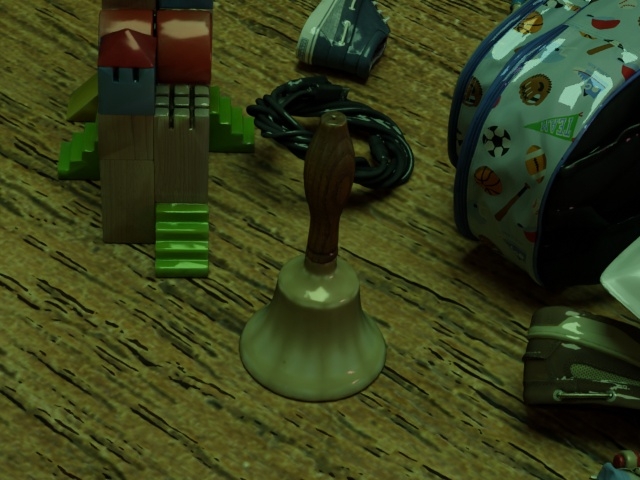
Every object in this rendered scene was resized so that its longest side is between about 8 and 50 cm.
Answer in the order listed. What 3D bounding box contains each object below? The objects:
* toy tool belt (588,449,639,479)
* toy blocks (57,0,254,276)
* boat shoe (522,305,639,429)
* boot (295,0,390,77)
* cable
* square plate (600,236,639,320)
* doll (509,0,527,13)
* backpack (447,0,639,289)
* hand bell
[{"bbox_3d":[0.227,0.191,1.050,0.051,0.052,0.083,3,38,-15],"label":"toy tool belt"},{"bbox_3d":[-0.152,-0.188,1.300,0.191,0.260,0.381,1,40,-5],"label":"toy blocks"},{"bbox_3d":[0.283,0.134,1.114,0.258,0.095,0.095,16,76,2],"label":"boat shoe"},{"bbox_3d":[0.043,-0.249,1.556,0.086,0.069,0.190,20,50,7],"label":"boot"},{"bbox_3d":[0.010,-0.100,1.351,0.150,0.047,0.184,45,28,17],"label":"cable"},{"bbox_3d":[0.434,0.062,1.124,0.344,0.049,0.347,42,43,11],"label":"square plate"},{"bbox_3d":[0.287,-0.277,1.621,0.129,0.046,0.189,-17,37,-11],"label":"doll"},{"bbox_3d":[0.232,-0.097,1.247,0.213,0.276,0.263,26,50,30],"label":"backpack"},{"bbox_3d":[0.000,0.000,1.105,0.126,0.242,0.126,2,40,-2],"label":"hand bell"}]
